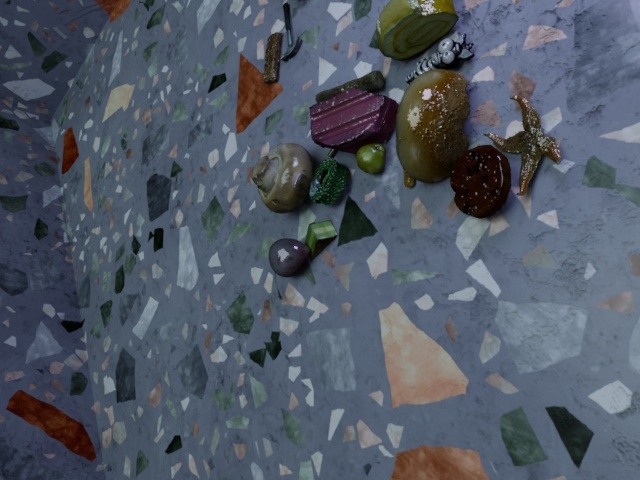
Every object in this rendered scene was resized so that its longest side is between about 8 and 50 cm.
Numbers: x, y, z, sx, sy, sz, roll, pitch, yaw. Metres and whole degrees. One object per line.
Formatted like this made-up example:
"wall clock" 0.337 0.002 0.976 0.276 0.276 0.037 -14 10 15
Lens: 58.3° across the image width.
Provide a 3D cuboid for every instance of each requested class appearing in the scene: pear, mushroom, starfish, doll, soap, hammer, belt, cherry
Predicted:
"pear" 0.151 -0.249 1.714 0.097 0.092 0.092 -56 48 20
"mushroom" -0.122 -0.211 1.907 0.255 0.184 0.255 -42 33 36
"starfish" 0.494 -0.238 1.404 0.138 0.050 0.248 -40 48 31
"doll" 0.331 -0.498 1.614 0.219 0.067 0.091 -29 57 35
"soap" 0.106 -0.368 1.753 0.289 0.112 0.182 -17 73 35
"hammer" -0.117 -0.800 2.160 0.103 0.029 0.247 -23 63 39
"belt" 0.032 -0.181 1.826 0.121 0.079 0.152 9 75 55
"cherry" -0.096 0.083 1.871 0.148 0.115 0.188 -14 77 7

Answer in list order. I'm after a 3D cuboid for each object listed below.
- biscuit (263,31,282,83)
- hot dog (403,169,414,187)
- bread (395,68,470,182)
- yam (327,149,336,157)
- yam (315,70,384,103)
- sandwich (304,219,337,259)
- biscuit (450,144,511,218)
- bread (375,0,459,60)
"biscuit" -0.182 -0.696 2.190 0.064 0.034 0.199 -5 76 45
"hot dog" 0.255 -0.218 1.646 0.044 0.028 0.137 -2 80 51
"bread" 0.295 -0.319 1.512 0.171 0.192 0.314 14 89 40
"yam" 0.060 -0.318 1.866 0.116 0.021 0.021 -54 49 20
"yam" 0.090 -0.484 1.851 0.274 0.061 0.061 -6 76 45
"sandwich" 0.000 0.000 1.856 0.116 0.074 0.074 105 147 -50
"biscuit" 0.402 -0.149 1.442 0.192 0.049 0.192 0 90 58
"bread" 0.257 -0.625 1.637 0.257 0.185 0.124 -31 63 45
